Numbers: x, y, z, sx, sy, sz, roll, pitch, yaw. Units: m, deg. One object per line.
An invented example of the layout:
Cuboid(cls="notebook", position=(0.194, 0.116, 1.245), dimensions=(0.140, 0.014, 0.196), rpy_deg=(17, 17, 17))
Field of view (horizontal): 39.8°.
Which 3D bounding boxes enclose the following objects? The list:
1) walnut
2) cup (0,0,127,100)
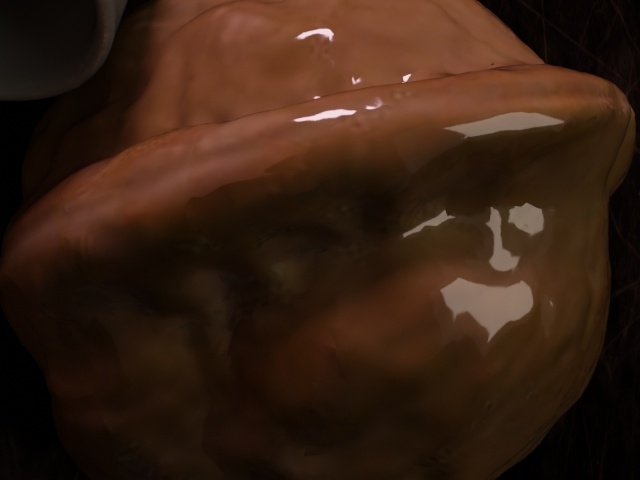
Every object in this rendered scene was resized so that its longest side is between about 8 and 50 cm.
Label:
Cuboid(cls="walnut", position=(-0.009, 0.011, 0.557), dimensions=(0.384, 0.384, 0.383), rpy_deg=(-1, 91, -54))
Cuboid(cls="cup", position=(-0.209, -0.237, 0.473), dimensions=(0.258, 0.186, 0.234), rpy_deg=(21, 59, -23))
